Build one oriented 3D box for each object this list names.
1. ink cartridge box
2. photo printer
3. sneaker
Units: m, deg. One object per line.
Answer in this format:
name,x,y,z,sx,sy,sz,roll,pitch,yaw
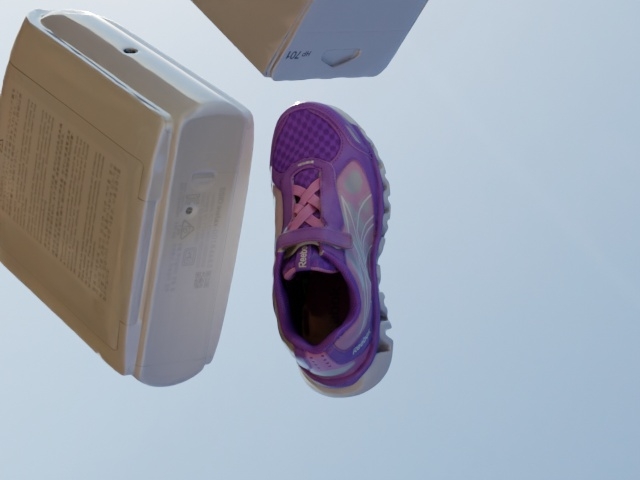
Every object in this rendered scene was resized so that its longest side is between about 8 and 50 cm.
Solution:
ink cartridge box,-0.037,-0.199,1.222,0.191,0.139,0.082,45,-61,23
photo printer,-0.188,-0.052,1.564,0.307,0.107,0.256,34,-59,47
sneaker,0.000,0.000,1.396,0.095,0.104,0.236,-10,-104,18
